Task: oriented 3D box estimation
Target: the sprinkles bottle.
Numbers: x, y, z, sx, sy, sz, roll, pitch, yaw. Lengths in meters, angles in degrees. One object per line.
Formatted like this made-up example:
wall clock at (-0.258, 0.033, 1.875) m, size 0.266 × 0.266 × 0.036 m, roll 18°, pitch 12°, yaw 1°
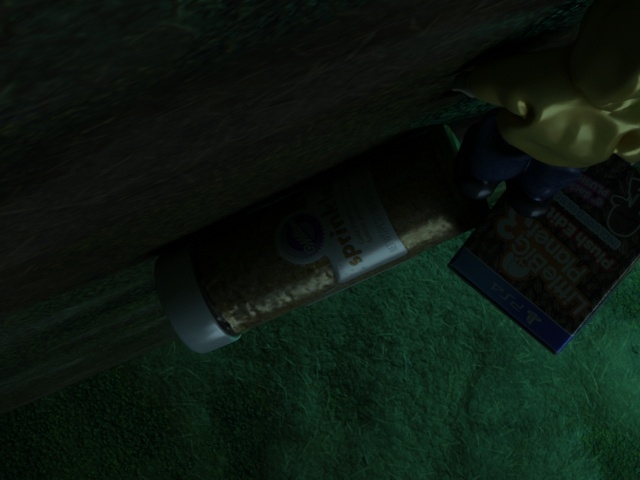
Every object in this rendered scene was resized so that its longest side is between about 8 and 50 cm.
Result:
sprinkles bottle at (0.000, 0.000, 1.397) m, size 0.355 × 0.121 × 0.121 m, roll -25°, pitch 176°, yaw 12°

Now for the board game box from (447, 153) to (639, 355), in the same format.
board game box at (0.297, -0.057, 1.323) m, size 0.291 × 0.141 × 0.232 m, roll -54°, pitch 168°, yaw 20°

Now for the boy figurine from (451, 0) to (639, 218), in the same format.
boy figurine at (0.199, -0.114, 1.077) m, size 0.177 × 0.092 × 0.285 m, roll 18°, pitch 153°, yaw -7°
